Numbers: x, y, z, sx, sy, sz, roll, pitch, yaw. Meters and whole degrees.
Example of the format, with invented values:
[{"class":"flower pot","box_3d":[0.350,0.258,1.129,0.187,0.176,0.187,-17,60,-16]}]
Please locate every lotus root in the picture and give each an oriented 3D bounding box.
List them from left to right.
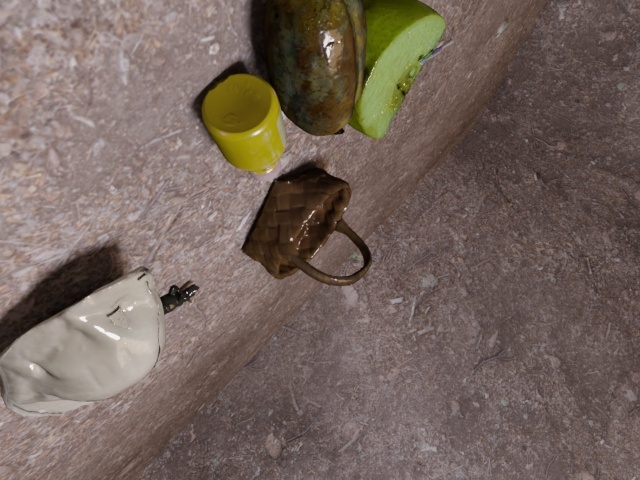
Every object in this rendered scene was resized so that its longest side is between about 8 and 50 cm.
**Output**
[{"class":"lotus root","box_3d":[-0.012,-0.288,0.668,0.152,0.160,0.275,-54,159,-27]}]

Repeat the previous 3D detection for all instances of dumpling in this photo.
[{"class":"dumpling","box_3d":[-0.407,0.195,0.744,0.260,0.181,0.341,-23,173,-43]}]

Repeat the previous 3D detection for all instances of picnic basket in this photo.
[{"class":"picnic basket","box_3d":[0.000,0.000,1.171,0.293,0.337,0.337,-30,156,-53]}]

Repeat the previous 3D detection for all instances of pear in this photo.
[{"class":"pear","box_3d":[0.091,-0.359,0.845,0.292,0.159,0.292,-46,162,-20]}]

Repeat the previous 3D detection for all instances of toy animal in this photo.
[{"class":"toy animal","box_3d":[-0.350,0.142,1.028,0.135,0.047,0.065,-35,165,-49]}]

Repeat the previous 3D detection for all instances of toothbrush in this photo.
[{"class":"toothbrush","box_3d":[0.242,-0.393,0.878,0.131,0.011,0.013,-42,-179,-30]}]

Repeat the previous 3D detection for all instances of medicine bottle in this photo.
[{"class":"medicine bottle","box_3d":[-0.118,-0.178,0.743,0.122,0.122,0.212,-47,166,-10]}]
